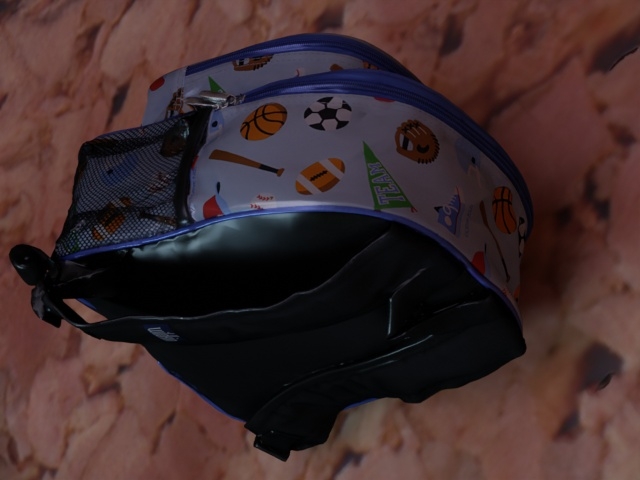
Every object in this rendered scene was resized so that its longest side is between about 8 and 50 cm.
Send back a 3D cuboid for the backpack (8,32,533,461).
[{"bbox_3d":[0.000,0.000,1.111,0.263,0.276,0.213,-7,61,37],"label":"backpack"}]
